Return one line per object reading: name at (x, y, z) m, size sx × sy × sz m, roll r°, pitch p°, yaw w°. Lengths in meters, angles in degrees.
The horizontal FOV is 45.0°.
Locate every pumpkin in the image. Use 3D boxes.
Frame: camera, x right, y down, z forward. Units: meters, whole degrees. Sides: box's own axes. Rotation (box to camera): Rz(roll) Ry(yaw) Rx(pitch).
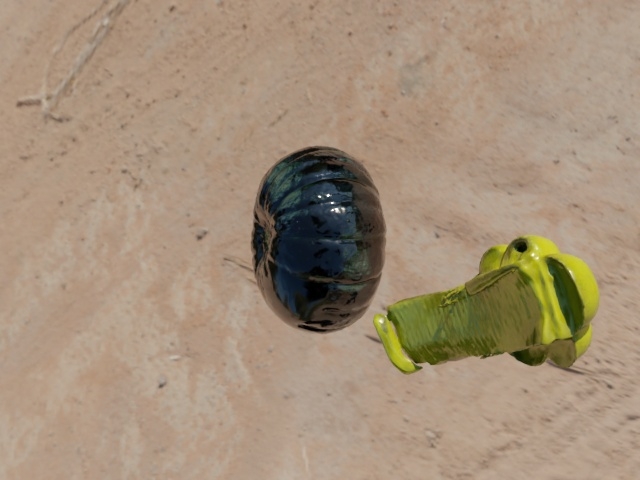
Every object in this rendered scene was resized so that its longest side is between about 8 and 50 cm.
pumpkin at (0.000, 0.000, 0.834) m, size 0.202 × 0.140 × 0.202 m, roll -179°, pitch 90°, yaw -72°

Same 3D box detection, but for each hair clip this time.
hair clip at (0.096, 0.045, 0.442) m, size 0.072 × 0.046 × 0.173 m, roll 66°, pitch 151°, yaw 8°
